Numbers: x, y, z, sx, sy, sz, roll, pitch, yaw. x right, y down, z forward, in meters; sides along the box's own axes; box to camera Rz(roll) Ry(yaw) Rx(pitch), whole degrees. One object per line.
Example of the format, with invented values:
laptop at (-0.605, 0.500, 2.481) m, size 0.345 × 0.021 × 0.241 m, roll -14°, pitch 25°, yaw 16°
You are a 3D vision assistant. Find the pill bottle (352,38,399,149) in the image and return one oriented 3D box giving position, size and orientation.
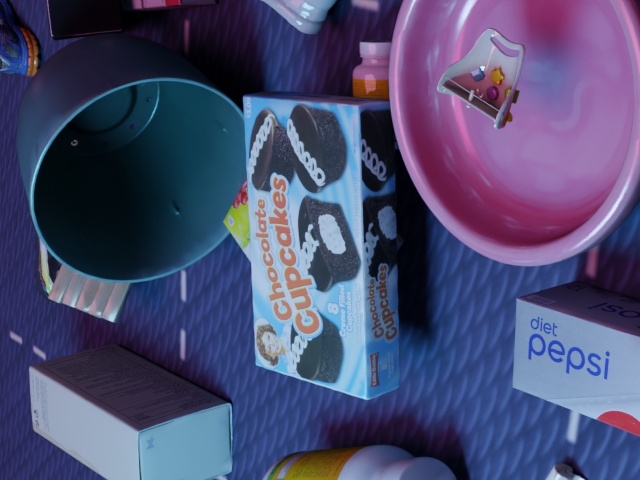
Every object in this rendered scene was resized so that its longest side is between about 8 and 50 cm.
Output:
pill bottle at (0.067, -0.161, 1.443) m, size 0.065 × 0.065 × 0.116 m, roll 13°, pitch 110°, yaw 49°

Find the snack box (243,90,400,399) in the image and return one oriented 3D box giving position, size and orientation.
snack box at (0.000, 0.000, 1.465) m, size 0.187 × 0.060 × 0.322 m, roll 11°, pitch 108°, yaw 46°

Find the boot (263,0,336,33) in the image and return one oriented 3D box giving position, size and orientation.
boot at (-0.066, -0.351, 1.534) m, size 0.258 × 0.095 × 0.123 m, roll 50°, pitch 127°, yaw 30°

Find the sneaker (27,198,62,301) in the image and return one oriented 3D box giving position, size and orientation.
sneaker at (-0.393, -0.012, 2.066) m, size 0.097 × 0.084 × 0.235 m, roll 2°, pitch 103°, yaw 27°

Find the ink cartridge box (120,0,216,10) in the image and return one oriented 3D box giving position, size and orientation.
ink cartridge box at (-0.206, -0.360, 1.734) m, size 0.150 × 0.063 × 0.109 m, roll 7°, pitch 104°, yaw 50°

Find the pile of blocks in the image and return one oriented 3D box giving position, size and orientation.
pile of blocks at (-0.321, -0.059, 1.945) m, size 0.112 × 0.149 × 0.362 m, roll 34°, pitch -128°, yaw -84°

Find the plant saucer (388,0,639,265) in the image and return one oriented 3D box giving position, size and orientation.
plant saucer at (0.204, -0.144, 1.264) m, size 0.332 × 0.084 × 0.332 m, roll 15°, pitch 110°, yaw 48°

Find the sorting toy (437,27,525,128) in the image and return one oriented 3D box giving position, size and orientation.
sorting toy at (0.160, -0.154, 1.218) m, size 0.083 × 0.045 × 0.075 m, roll 40°, pitch 121°, yaw 39°

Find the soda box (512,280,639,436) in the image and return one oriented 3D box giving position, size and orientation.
soda box at (0.309, 0.121, 1.194) m, size 0.286 × 0.091 × 0.098 m, roll 18°, pitch 114°, yaw 48°

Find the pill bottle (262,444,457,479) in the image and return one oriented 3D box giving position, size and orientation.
pill bottle at (0.046, 0.308, 1.533) m, size 0.245 × 0.136 × 0.136 m, roll -17°, pitch 86°, yaw 52°

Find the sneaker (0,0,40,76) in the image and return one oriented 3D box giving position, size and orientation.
sneaker at (-0.537, -0.340, 2.132) m, size 0.221 × 0.087 × 0.083 m, roll 42°, pitch 129°, yaw 37°

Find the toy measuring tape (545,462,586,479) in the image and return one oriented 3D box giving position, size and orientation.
toy measuring tape at (0.300, 0.348, 1.247) m, size 0.330 × 0.121 × 0.121 m, roll 47°, pitch 132°, yaw 33°

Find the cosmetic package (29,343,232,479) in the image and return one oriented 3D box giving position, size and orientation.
cosmetic package at (-0.280, 0.256, 1.910) m, size 0.309 × 0.160 × 0.113 m, roll 20°, pitch 116°, yaw 48°

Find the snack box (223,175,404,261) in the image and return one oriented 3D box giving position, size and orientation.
snack box at (-0.013, -0.012, 1.578) m, size 0.207 × 0.070 × 0.174 m, roll 53°, pitch 134°, yaw 26°

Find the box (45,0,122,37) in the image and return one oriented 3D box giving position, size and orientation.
box at (-0.335, -0.409, 1.798) m, size 0.184 × 0.103 × 0.261 m, roll -150°, pitch 54°, yaw -75°

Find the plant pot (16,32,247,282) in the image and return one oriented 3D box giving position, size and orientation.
plant pot at (-0.255, -0.132, 1.694) m, size 0.235 × 0.293 × 0.293 m, roll 55°, pitch 138°, yaw 47°
